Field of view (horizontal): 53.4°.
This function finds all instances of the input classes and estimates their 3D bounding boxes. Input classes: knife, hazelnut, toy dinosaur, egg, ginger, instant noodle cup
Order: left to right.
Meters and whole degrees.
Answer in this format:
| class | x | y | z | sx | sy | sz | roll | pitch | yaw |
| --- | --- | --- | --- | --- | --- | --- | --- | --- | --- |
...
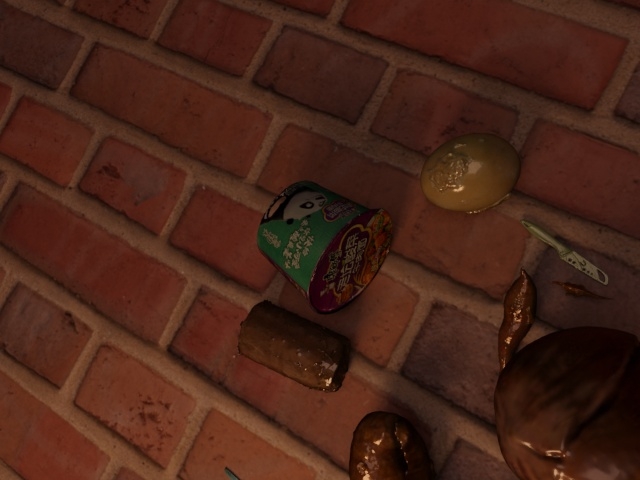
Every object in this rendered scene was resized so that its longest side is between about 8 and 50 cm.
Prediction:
| class | x | y | z | sx | sy | sz | roll | pitch | yaw |
| --- | --- | --- | --- | --- | --- | --- | --- | --- | --- |
| knife | -0.178 | 0.527 | 1.379 | 0.091 | 0.005 | 0.014 | 39 | 93 | 22 |
| instant noodle cup | 0.000 | 0.000 | 1.324 | 0.190 | 0.251 | 0.251 | 35 | 90 | 30 |
| ginger | 0.147 | 0.484 | 1.209 | 0.165 | 0.172 | 0.321 | -14 | 77 | -24 |
| egg | 0.302 | -0.134 | 1.288 | 0.201 | 0.164 | 0.164 | -14 | 74 | 15 |
| knife | 0.483 | 0.022 | 1.268 | 0.207 | 0.014 | 0.030 | 39 | 90 | 21 |
| toy dinosaur | 0.504 | 0.100 | 1.231 | 0.113 | 0.041 | 0.026 | 20 | 81 | 17 |
| hazelnut | 0.459 | 0.317 | 1.035 | 0.372 | 0.372 | 0.315 | 26 | 115 | 22 |

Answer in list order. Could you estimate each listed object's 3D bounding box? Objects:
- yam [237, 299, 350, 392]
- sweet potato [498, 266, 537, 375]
| class | x | y | z | sx | sy | sz | roll | pitch | yaw |
| --- | --- | --- | --- | --- | --- | --- | --- | --- | --- |
| yam | -0.047 | 0.225 | 1.340 | 0.238 | 0.128 | 0.129 | 18 | 118 | 26 |
| sweet potato | 0.387 | 0.161 | 1.249 | 0.068 | 0.068 | 0.226 | 13 | 100 | 21 |
